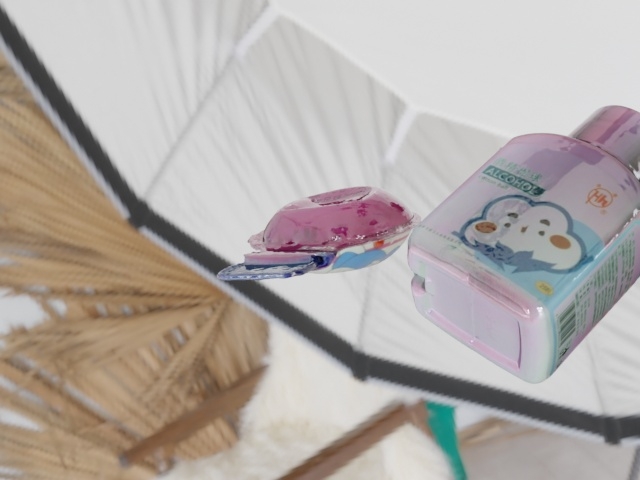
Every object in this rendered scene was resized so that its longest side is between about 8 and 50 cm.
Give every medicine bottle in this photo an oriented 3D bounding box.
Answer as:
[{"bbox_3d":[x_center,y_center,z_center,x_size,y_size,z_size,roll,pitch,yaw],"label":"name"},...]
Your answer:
[{"bbox_3d":[0.159,-0.008,0.796,0.119,0.094,0.188,32,62,31],"label":"medicine bottle"}]

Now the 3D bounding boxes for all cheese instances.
[{"bbox_3d":[0.000,0.000,0.991,0.155,0.062,0.244,-4,13,25],"label":"cheese"}]
